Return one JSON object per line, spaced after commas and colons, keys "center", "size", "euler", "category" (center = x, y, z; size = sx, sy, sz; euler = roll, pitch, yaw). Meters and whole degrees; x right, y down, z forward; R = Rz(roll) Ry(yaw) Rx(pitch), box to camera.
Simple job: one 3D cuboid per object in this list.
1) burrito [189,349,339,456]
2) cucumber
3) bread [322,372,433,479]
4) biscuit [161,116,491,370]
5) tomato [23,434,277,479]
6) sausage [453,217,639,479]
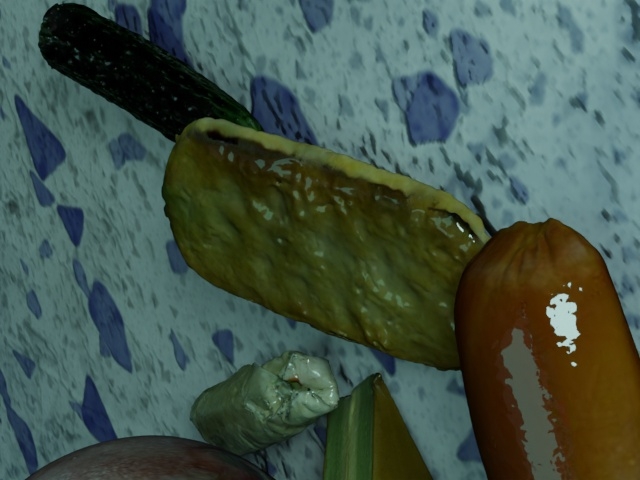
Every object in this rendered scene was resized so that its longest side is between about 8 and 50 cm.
{"center": [-0.045, 0.114, 0.883], "size": [0.188, 0.045, 0.058], "euler": [-34, 63, 58], "category": "burrito"}
{"center": [-0.108, -0.101, 0.855], "size": [0.214, 0.058, 0.052], "euler": [32, 87, 35], "category": "cucumber"}
{"center": [0.020, 0.164, 0.783], "size": [0.074, 0.084, 0.139], "euler": [-38, 74, 55], "category": "bread"}
{"center": [0.000, 0.000, 0.746], "size": [0.247, 0.029, 0.118], "euler": [20, 128, 33], "category": "biscuit"}
{"center": [-0.107, 0.247, 0.853], "size": [0.270, 0.270, 0.227], "euler": [29, 93, 44], "category": "tomato"}
{"center": [0.129, 0.138, 0.620], "size": [0.089, 0.083, 0.300], "euler": [-9, 98, 67], "category": "sausage"}
